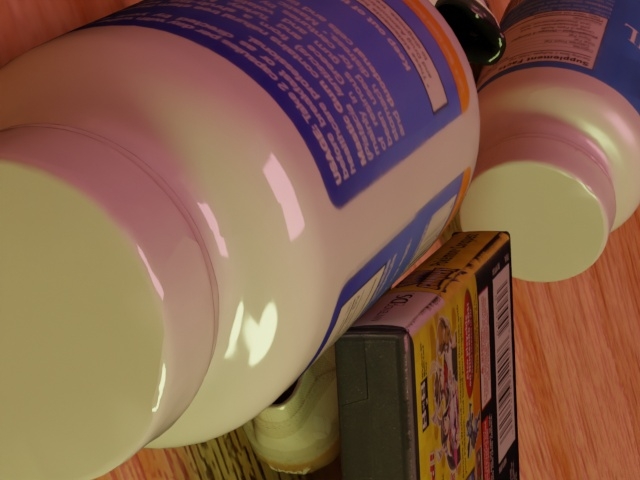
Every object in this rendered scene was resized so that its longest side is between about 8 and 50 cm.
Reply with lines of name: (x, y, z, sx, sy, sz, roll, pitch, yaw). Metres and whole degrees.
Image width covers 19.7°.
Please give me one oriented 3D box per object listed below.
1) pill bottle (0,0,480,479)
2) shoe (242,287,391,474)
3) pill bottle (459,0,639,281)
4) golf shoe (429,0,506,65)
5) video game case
pill bottle: (-0.048, -0.015, 0.687, 0.272, 0.152, 0.152, -39, 117, -62)
shoe: (0.000, 0.000, 0.875, 0.058, 0.076, 0.219, 54, 38, -54)
pill bottle: (0.156, -0.074, 1.178, 0.124, 0.124, 0.221, 66, 29, -31)
golf shoe: (0.018, -0.118, 0.893, 0.186, 0.086, 0.067, -5, 127, -46)
video game case: (0.060, 0.149, 0.891, 0.248, 0.035, 0.275, -33, 122, -72)
